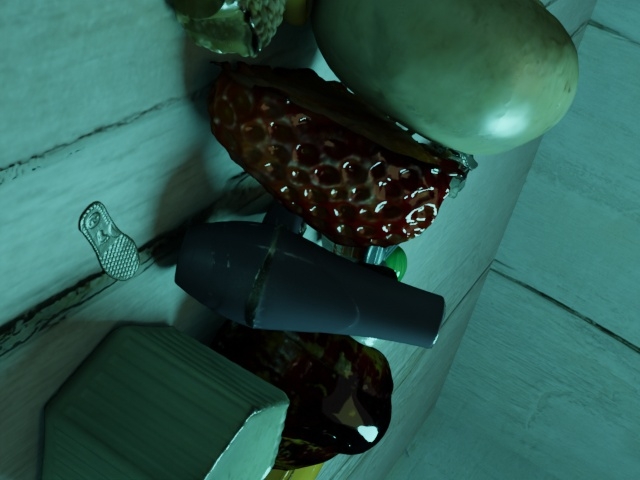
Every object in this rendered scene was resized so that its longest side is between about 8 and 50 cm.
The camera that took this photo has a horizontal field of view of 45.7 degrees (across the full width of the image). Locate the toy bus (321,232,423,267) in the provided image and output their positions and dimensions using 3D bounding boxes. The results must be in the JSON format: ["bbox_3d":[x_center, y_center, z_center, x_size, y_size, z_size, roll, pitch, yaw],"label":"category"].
[{"bbox_3d":[0.100,-0.039,1.285,0.265,0.119,0.121,-41,151,-47],"label":"toy bus"}]

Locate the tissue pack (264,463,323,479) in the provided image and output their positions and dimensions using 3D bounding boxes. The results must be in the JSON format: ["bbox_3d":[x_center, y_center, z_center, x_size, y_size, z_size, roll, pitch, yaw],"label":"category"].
[{"bbox_3d":[-0.089,0.388,1.332,0.275,0.145,0.194,-57,158,-13],"label":"tissue pack"}]

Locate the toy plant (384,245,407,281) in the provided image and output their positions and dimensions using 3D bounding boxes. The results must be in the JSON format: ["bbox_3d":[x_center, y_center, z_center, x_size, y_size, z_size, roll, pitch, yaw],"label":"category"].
[{"bbox_3d":[0.116,0.075,1.501,0.143,0.105,0.201,-25,129,-70],"label":"toy plant"}]

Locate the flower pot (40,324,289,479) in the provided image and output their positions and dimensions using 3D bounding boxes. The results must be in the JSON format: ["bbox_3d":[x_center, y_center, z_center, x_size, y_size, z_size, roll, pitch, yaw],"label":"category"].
[{"bbox_3d":[-0.169,0.226,0.853,0.209,0.189,0.239,-63,160,1],"label":"flower pot"}]

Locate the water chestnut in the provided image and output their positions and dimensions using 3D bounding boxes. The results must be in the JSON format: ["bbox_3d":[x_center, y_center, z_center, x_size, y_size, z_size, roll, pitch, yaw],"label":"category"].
[{"bbox_3d":[-0.035,0.185,1.066,0.289,0.289,0.244,91,-5,-51],"label":"water chestnut"}]

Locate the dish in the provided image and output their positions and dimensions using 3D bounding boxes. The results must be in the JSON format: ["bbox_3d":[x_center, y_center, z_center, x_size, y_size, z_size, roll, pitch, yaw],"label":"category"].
[{"bbox_3d":[0.069,0.064,1.019,0.078,0.141,0.141,-40,171,26],"label":"dish"}]

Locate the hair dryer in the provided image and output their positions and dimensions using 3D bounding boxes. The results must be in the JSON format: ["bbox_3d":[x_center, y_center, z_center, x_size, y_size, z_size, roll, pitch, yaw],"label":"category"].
[{"bbox_3d":[0.000,0.000,0.967,0.361,0.301,0.121,-79,-176,-63],"label":"hair dryer"}]

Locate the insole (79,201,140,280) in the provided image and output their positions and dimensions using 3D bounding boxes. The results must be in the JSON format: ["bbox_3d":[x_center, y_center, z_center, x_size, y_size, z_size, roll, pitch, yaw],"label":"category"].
[{"bbox_3d":[-0.206,0.004,0.752,0.045,0.002,0.135,-55,159,-22],"label":"insole"}]

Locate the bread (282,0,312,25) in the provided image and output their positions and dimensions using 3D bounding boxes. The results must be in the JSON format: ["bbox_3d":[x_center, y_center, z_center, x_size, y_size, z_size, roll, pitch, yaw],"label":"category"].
[{"bbox_3d":[-0.032,-0.270,0.752,0.115,0.056,0.082,98,-1,-75],"label":"bread"}]

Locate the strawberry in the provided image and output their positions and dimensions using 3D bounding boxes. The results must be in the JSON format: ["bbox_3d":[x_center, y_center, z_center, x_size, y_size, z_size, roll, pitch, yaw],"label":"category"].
[{"bbox_3d":[0.013,-0.079,0.842,0.280,0.253,0.150,-17,139,-61],"label":"strawberry"}]

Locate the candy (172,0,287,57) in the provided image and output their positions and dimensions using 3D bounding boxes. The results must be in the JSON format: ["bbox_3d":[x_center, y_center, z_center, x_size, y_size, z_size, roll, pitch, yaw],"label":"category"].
[{"bbox_3d":[-0.077,-0.218,0.675,0.095,0.085,0.110,71,39,-55],"label":"candy"}]

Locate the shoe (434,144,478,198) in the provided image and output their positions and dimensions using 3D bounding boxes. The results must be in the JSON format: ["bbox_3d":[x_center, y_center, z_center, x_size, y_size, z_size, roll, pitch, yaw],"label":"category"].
[{"bbox_3d":[0.273,-0.164,1.576,0.126,0.099,0.227,-61,167,20],"label":"shoe"}]

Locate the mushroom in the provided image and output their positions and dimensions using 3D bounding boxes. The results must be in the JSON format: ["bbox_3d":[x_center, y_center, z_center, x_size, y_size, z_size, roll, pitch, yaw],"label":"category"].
[{"bbox_3d":[0.127,-0.241,0.820,0.315,0.315,0.356,-55,148,-20],"label":"mushroom"}]
